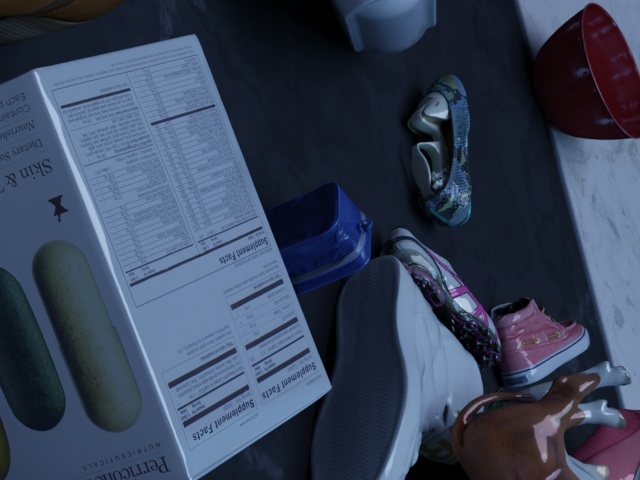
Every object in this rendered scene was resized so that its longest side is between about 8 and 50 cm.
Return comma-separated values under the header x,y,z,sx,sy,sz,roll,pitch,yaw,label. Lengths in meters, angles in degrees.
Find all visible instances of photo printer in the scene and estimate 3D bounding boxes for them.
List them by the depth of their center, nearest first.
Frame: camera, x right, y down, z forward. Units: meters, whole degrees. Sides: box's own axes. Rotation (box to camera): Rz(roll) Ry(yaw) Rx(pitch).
x,y,z,sx,sy,sz,roll,pitch,yaw,label
0.033,-0.318,1.732,0.307,0.107,0.256,23,49,-86,photo printer

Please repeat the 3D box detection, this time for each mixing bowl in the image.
x,y,z,sx,sy,sz,roll,pitch,yaw,label
0.330,-0.200,2.299,0.181,0.098,0.181,39,41,-45,mixing bowl

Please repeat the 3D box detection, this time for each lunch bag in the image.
x,y,z,sx,sy,sz,roll,pitch,yaw,label
0.000,0.000,1.596,0.065,0.098,0.067,51,28,-36,lunch bag

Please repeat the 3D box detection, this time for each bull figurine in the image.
x,y,z,sx,sy,sz,roll,pitch,yaw,label
0.236,0.262,1.621,0.188,0.101,0.310,-30,100,-16,bull figurine

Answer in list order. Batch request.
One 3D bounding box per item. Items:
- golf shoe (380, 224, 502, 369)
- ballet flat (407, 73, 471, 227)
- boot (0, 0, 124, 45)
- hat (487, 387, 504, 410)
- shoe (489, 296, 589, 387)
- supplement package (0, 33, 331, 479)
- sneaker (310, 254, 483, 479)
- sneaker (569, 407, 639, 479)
x,y,z,sx,sy,sz,roll,pitch,yaw,label
0.126,0.058,1.812,0.186,0.067,0.086,47,34,-35,golf shoe
0.123,-0.104,1.920,0.070,0.070,0.188,35,40,-47,ballet flat
-0.207,-0.205,1.233,0.283,0.220,0.109,12,63,-58,boot
0.249,0.250,1.734,0.173,0.183,0.209,-62,154,-62,hat
0.239,0.097,1.989,0.178,0.063,0.081,-25,100,-57,shoe
-0.159,0.030,1.192,0.198,0.199,0.263,-26,96,-61,supplement package
0.084,0.166,1.631,0.169,0.108,0.293,48,34,-30,sneaker
0.291,0.302,1.918,0.314,0.136,0.116,-53,139,-32,sneaker
